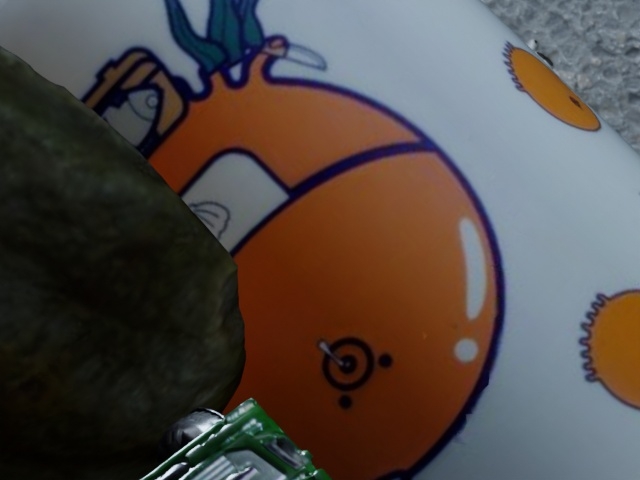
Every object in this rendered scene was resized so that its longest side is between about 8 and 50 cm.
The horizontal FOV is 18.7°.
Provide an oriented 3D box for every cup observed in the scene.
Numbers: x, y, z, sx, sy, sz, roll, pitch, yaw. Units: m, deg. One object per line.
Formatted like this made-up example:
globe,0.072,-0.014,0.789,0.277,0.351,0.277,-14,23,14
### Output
cup,0.000,0.000,0.717,0.212,0.317,0.212,-42,-9,-8

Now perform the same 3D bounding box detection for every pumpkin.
pumpkin,-0.107,0.051,0.553,0.130,0.149,0.254,-57,-44,-31

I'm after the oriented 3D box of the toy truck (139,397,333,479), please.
toy truck,-0.048,0.147,0.544,0.088,0.121,0.259,-37,-11,-33
